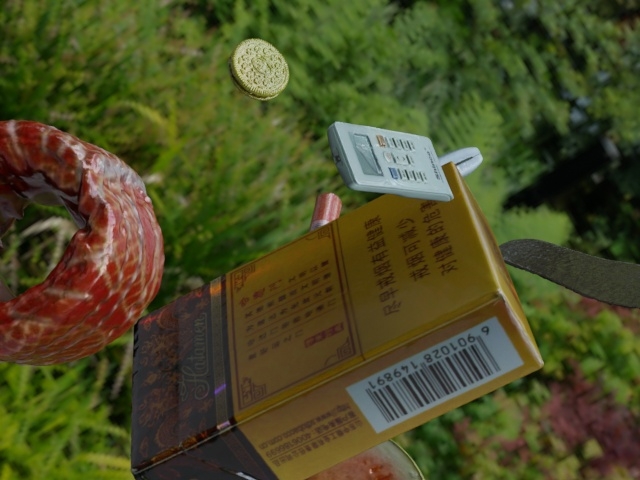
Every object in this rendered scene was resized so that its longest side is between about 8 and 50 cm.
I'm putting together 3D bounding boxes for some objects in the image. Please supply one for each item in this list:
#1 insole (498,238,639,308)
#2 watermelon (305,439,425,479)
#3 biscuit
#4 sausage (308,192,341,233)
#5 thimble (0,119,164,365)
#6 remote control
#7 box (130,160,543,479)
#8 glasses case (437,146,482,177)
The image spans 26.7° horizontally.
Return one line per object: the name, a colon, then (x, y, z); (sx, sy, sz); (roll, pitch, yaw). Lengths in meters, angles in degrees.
insole: (0.360, 0.044, 1.772); (0.327, 0.111, 0.007); (19, -55, 46)
watermelon: (0.071, 0.366, 1.654); (0.128, 0.159, 0.304); (59, 25, -66)
biscuit: (-0.081, -0.223, 1.759); (0.084, 0.023, 0.084); (11, 64, -24)
sausage: (0.000, 0.000, 1.603); (0.034, 0.034, 0.129); (49, 37, -34)
thimble: (-0.405, 0.006, 1.867); (0.350, 0.350, 0.230); (63, 7, 17)
remote control: (0.061, -0.065, 1.170); (0.162, 0.029, 0.061); (4, 59, -52)
box: (-0.001, 0.107, 1.406); (0.116, 0.415, 0.264); (55, 12, -32)
glasses case: (0.178, -0.100, 1.965); (0.178, 0.067, 0.045); (-25, 88, -55)
